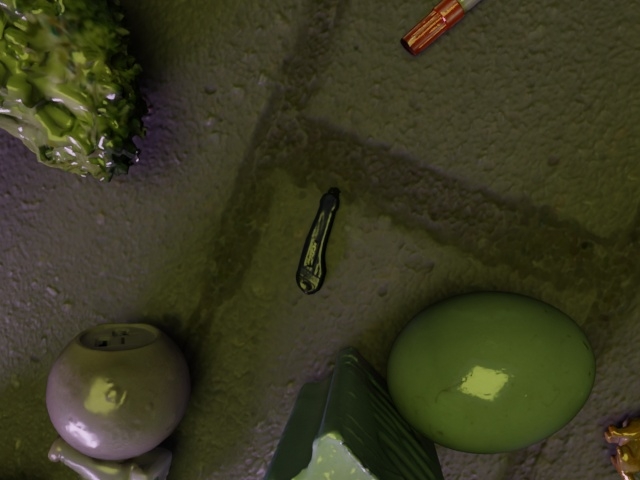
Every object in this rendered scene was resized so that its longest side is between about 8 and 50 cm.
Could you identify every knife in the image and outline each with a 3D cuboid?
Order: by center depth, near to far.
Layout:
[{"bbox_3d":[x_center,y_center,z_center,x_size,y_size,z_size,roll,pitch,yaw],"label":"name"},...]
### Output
[{"bbox_3d":[0.000,0.000,0.604,0.031,0.018,0.121,18,96,13],"label":"knife"}]

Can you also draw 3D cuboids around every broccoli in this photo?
[{"bbox_3d":[-0.338,-0.127,0.491,0.353,0.275,0.396,14,79,-12],"label":"broccoli"}]

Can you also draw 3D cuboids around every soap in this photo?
[{"bbox_3d":[0.040,0.197,0.493,0.150,0.261,0.094,43,95,2],"label":"soap"}]

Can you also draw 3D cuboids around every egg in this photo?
[{"bbox_3d":[0.159,0.123,0.526,0.193,0.149,0.149,-7,93,3],"label":"egg"}]

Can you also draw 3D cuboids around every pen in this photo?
[{"bbox_3d":[0.180,-0.273,0.554,0.239,0.028,0.028,-39,89,8],"label":"pen"}]

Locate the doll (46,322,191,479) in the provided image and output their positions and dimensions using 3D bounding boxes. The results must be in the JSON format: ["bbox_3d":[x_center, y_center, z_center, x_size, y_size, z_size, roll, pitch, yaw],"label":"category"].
[{"bbox_3d":[-0.215,0.237,0.594,0.151,0.151,0.287,5,99,7],"label":"doll"}]

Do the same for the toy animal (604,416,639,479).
[{"bbox_3d":[0.337,0.204,0.557,0.083,0.060,0.081,-13,53,9],"label":"toy animal"}]
